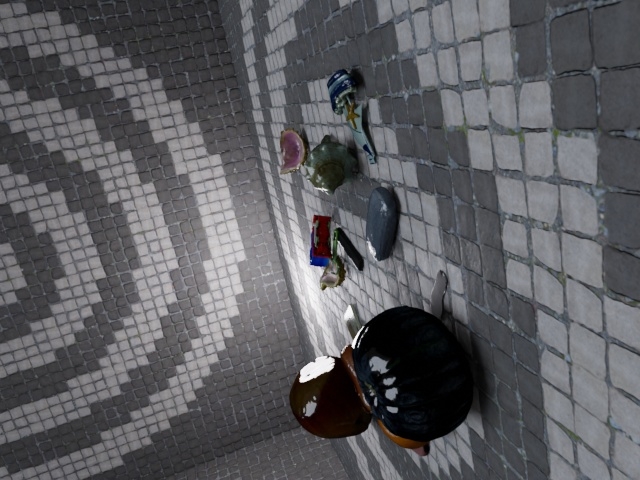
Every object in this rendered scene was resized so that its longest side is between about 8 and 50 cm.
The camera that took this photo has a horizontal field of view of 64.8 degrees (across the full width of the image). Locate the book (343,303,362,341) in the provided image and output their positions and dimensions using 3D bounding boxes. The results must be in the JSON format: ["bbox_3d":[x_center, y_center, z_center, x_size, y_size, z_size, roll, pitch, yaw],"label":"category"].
[{"bbox_3d":[0.148,0.379,2.303,0.199,0.016,0.139,104,148,-65],"label":"book"}]

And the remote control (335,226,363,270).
[{"bbox_3d":[0.115,0.032,2.018,0.245,0.025,0.063,-123,26,-50],"label":"remote control"}]

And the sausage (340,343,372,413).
[{"bbox_3d":[0.187,0.613,2.253,0.102,0.102,0.330,90,159,-50],"label":"sausage"}]

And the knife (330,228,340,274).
[{"bbox_3d":[0.065,0.052,2.100,0.054,0.015,0.212,29,126,44],"label":"knife"}]

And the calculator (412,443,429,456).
[{"bbox_3d":[0.305,0.643,1.815,0.220,0.048,0.330,27,138,47],"label":"calculator"}]

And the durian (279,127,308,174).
[{"bbox_3d":[-0.123,-0.396,2.261,0.165,0.132,0.183,155,110,-65],"label":"durian"}]

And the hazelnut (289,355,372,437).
[{"bbox_3d":[0.043,0.765,2.421,0.429,0.402,0.402,2,108,64],"label":"hazelnut"}]

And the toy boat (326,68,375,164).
[{"bbox_3d":[0.112,-0.367,1.544,0.291,0.067,0.220,62,167,1],"label":"toy boat"}]

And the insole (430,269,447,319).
[{"bbox_3d":[0.319,0.150,1.364,0.188,0.004,0.064,88,161,-45],"label":"insole"}]

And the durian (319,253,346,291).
[{"bbox_3d":[0.058,0.154,2.229,0.140,0.078,0.224,57,141,24],"label":"durian"}]

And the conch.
[{"bbox_3d":[0.043,-0.255,1.735,0.386,0.169,0.203,-62,-7,-60],"label":"conch"}]

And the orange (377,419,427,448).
[{"bbox_3d":[0.278,0.541,1.601,0.224,0.170,0.224,28,126,46],"label":"orange"}]

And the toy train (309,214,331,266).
[{"bbox_3d":[0.000,0.000,2.155,0.131,0.082,0.204,109,165,-55],"label":"toy train"}]

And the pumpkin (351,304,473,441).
[{"bbox_3d":[0.243,0.359,1.364,0.363,0.266,0.364,160,90,-74],"label":"pumpkin"}]

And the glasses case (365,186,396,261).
[{"bbox_3d":[0.184,-0.045,1.555,0.283,0.067,0.109,92,155,-49],"label":"glasses case"}]
